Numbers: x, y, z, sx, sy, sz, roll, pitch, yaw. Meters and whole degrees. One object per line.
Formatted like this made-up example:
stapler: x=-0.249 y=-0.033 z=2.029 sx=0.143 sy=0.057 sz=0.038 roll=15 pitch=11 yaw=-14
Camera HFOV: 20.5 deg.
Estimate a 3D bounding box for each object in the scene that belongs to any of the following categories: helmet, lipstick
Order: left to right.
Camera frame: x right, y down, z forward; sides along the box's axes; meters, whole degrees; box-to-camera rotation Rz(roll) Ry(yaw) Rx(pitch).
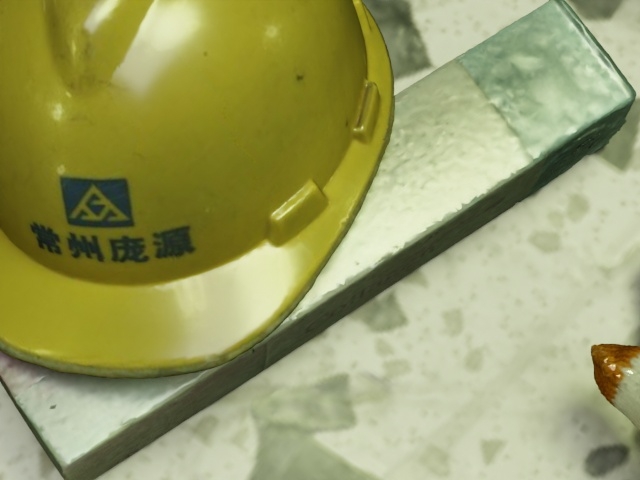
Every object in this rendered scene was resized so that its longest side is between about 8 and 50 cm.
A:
helmet: x=-0.078 y=-0.084 z=0.769 sx=0.205 sy=0.140 sz=0.257 roll=3 pitch=52 yaw=14
lipstick: x=0.000 y=0.000 z=0.825 sx=0.317 sy=0.066 sz=0.068 roll=-33 pitch=78 yaw=-13

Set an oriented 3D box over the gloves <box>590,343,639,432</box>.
gloves: x=0.213 y=0.089 z=0.798 sx=0.140 sy=0.131 sz=0.218 roll=-26 pitch=50 yaw=0
